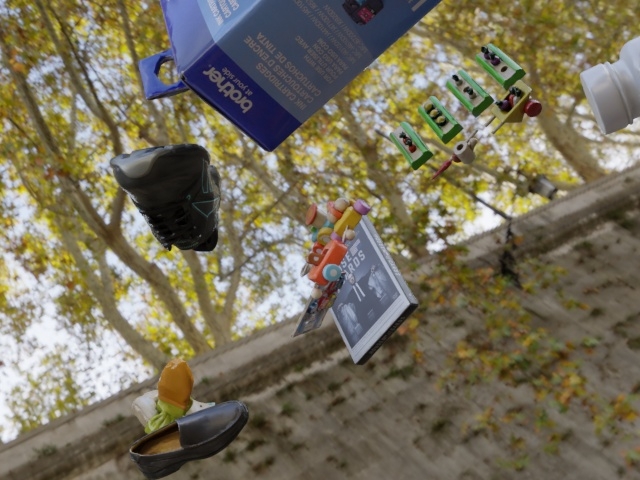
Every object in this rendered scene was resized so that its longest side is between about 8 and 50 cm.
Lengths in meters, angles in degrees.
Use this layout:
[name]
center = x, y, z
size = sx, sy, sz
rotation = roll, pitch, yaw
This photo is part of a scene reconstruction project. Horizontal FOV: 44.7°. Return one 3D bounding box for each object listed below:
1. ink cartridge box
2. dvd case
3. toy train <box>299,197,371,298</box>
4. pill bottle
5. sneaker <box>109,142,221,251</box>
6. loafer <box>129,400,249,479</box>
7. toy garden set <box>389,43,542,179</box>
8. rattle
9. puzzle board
[ink cartridge box]
center = -0.032, -0.286, 0.868
size = 0.395, 0.270, 0.151
rotation = -41, -51, 15
[dvd case]
center = 0.080, 0.091, 1.504
size = 0.029, 0.239, 0.179
rotation = 10, -51, -39
[toy train]
center = 0.000, 0.000, 0.912
size = 0.046, 0.166, 0.125
rotation = 33, -95, -12
[pill bottle]
center = 0.509, -0.246, 1.136
size = 0.229, 0.131, 0.131
rotation = -23, -40, 16
[sneaker]
center = -0.161, -0.045, 0.902
size = 0.101, 0.106, 0.267
rotation = -9, -5, 7
[loafer]
center = -0.178, 0.266, 1.058
size = 0.170, 0.062, 0.061
rotation = -31, -40, -3
[toy garden set]
center = 0.237, -0.213, 1.311
size = 0.244, 0.204, 0.049
rotation = -42, -51, 13
[rattle]
center = -0.195, 0.246, 1.259
size = 0.199, 0.130, 0.143
rotation = 8, -86, -48
[puzzle board]
center = 0.001, 0.091, 1.121
size = 0.096, 0.011, 0.128
rotation = -65, -15, 7
